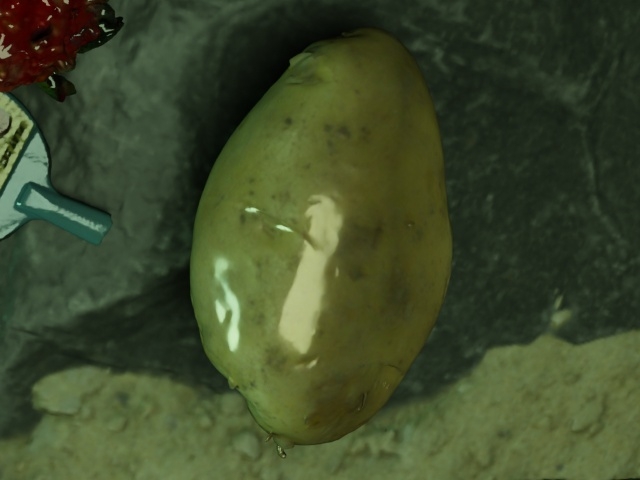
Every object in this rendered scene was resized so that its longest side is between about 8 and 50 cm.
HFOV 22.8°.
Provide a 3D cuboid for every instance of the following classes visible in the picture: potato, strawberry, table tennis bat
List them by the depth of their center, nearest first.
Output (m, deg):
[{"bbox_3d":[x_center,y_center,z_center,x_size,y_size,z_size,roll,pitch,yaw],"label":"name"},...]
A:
[{"bbox_3d":[-0.184,-0.145,0.803,0.140,0.085,0.192,-23,112,-12],"label":"strawberry"},{"bbox_3d":[-0.188,-0.036,0.881,0.155,0.019,0.100,27,97,-25],"label":"table tennis bat"},{"bbox_3d":[-0.004,0.000,0.912,0.161,0.128,0.234,-16,111,-32],"label":"potato"}]
